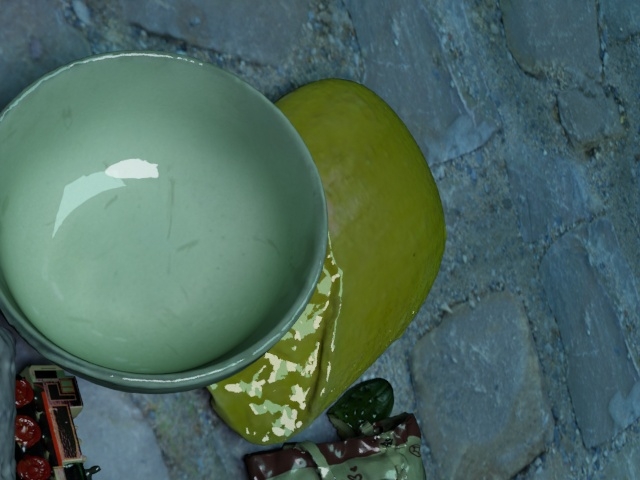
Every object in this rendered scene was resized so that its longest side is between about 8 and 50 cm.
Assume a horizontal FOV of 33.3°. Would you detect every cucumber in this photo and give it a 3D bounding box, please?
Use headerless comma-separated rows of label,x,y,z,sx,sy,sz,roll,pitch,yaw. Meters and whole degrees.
cucumber,0.060,0.202,1.276,0.107,0.035,0.067,-39,108,-43

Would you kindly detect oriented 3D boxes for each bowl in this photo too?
bowl,-0.155,-0.005,0.969,0.307,0.163,0.307,4,71,-11

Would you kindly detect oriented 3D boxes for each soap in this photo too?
soap,0.002,0.000,1.197,0.306,0.115,0.427,54,51,-14

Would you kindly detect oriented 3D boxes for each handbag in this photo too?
handbag,0.037,0.323,1.171,0.213,0.127,0.235,-12,86,-21

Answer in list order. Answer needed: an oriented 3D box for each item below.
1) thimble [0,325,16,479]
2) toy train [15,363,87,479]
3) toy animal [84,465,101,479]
thimble,-0.331,0.136,0.779,0.245,0.217,0.157,17,71,-63
toy train,-0.246,0.175,0.941,0.087,0.050,0.138,5,54,-43
toy animal,-0.241,0.236,0.968,0.136,0.047,0.065,1,74,-39
